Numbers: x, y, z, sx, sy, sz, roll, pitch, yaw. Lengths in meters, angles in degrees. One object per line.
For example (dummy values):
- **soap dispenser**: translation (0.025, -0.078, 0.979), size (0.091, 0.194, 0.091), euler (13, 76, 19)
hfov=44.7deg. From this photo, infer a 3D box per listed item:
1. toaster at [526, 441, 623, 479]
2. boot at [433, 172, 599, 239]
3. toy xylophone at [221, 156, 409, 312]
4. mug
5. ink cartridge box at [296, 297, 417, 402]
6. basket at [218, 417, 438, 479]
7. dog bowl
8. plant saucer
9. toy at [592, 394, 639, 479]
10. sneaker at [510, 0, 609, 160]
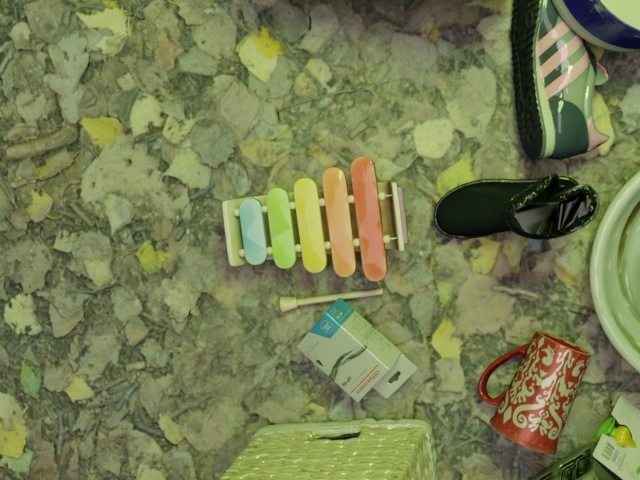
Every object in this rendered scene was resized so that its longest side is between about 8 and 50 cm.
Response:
- **toaster**: translation (0.405, 0.422, 1.231), size (0.168, 0.185, 0.110), euler (-39, 84, 22)
- **boot**: translation (0.286, -0.049, 1.183), size (0.246, 0.207, 0.094), euler (-8, 94, 14)
- **toy xylophone**: translation (0.000, 0.000, 1.320), size (0.322, 0.081, 0.236), euler (-14, 93, 15)
- **mug**: translation (0.341, 0.233, 1.252), size (0.150, 0.113, 0.169), euler (23, 97, 8)
- **ink cartridge box**: translation (0.062, 0.198, 1.322), size (0.180, 0.060, 0.104), euler (41, 124, 6)
- **basket**: translation (0.026, 0.489, 1.275), size (0.328, 0.266, 0.331), euler (-6, 93, 15)
- **dog bowl**: translation (0.462, -0.410, 1.108), size (0.264, 0.104, 0.265), euler (0, 93, -10)
- **plant saucer**: translation (0.611, 0.043, 1.172), size (0.400, 0.100, 0.401), euler (1, 96, 14)
- **toy**: translation (0.538, 0.374, 1.233), size (0.237, 0.137, 0.056), euler (41, 143, 4)
- **sneaker**: translation (0.374, -0.286, 1.205), size (0.131, 0.112, 0.319), euler (-4, 95, -8)
